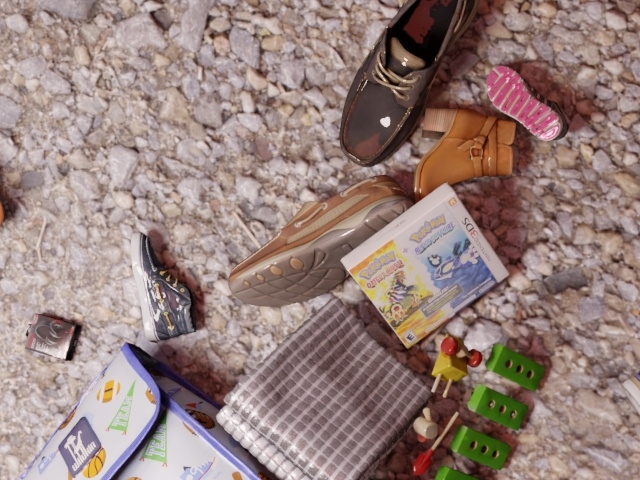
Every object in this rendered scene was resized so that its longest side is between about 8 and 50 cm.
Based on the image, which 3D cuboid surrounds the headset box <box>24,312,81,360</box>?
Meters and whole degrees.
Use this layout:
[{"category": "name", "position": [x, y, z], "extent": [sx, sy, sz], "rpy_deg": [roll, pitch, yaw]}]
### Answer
[{"category": "headset box", "position": [-0.446, 0.159, 2.010], "extent": [0.083, 0.032, 0.062], "rpy_deg": [16, 86, 7]}]

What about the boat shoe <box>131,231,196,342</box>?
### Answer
[{"category": "boat shoe", "position": [-0.254, 0.070, 1.983], "extent": [0.083, 0.065, 0.183], "rpy_deg": [-11, 89, 5]}]

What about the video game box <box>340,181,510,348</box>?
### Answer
[{"category": "video game box", "position": [0.165, 0.041, 1.885], "extent": [0.205, 0.048, 0.187], "rpy_deg": [-37, 117, 2]}]

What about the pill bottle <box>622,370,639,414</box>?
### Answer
[{"category": "pill bottle", "position": [0.562, 0.210, 1.831], "extent": [0.186, 0.112, 0.112], "rpy_deg": [-34, 80, 2]}]

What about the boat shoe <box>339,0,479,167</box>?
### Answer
[{"category": "boat shoe", "position": [0.126, -0.284, 1.924], "extent": [0.132, 0.130, 0.355], "rpy_deg": [28, 96, 11]}]

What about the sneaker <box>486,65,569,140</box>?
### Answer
[{"category": "sneaker", "position": [0.333, -0.213, 1.939], "extent": [0.063, 0.074, 0.170], "rpy_deg": [-53, 57, 17]}]

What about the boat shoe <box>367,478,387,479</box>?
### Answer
[{"category": "boat shoe", "position": [0.097, 0.614, 1.818], "extent": [0.156, 0.187, 0.500], "rpy_deg": [-18, 77, 10]}]

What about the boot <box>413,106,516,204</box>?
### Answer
[{"category": "boot", "position": [0.228, -0.114, 1.934], "extent": [0.152, 0.073, 0.197], "rpy_deg": [10, 88, 4]}]

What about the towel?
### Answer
[{"category": "towel", "position": [0.016, 0.240, 1.825], "extent": [0.235, 0.121, 0.283], "rpy_deg": [38, 47, 11]}]

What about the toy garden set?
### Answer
[{"category": "toy garden set", "position": [0.217, 0.267, 1.856], "extent": [0.049, 0.203, 0.244], "rpy_deg": [21, 85, 54]}]

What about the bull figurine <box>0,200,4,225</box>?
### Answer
[{"category": "bull figurine", "position": [-0.675, -0.045, 2.029], "extent": [0.310, 0.101, 0.188], "rpy_deg": [-15, 80, 6]}]

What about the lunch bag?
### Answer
[{"category": "lunch bag", "position": [-0.259, 0.391, 1.862], "extent": [0.385, 0.239, 0.328], "rpy_deg": [39, 92, 20]}]

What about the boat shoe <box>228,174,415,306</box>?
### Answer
[{"category": "boat shoe", "position": [0.000, 0.000, 1.940], "extent": [0.324, 0.123, 0.116], "rpy_deg": [-25, 48, 6]}]
